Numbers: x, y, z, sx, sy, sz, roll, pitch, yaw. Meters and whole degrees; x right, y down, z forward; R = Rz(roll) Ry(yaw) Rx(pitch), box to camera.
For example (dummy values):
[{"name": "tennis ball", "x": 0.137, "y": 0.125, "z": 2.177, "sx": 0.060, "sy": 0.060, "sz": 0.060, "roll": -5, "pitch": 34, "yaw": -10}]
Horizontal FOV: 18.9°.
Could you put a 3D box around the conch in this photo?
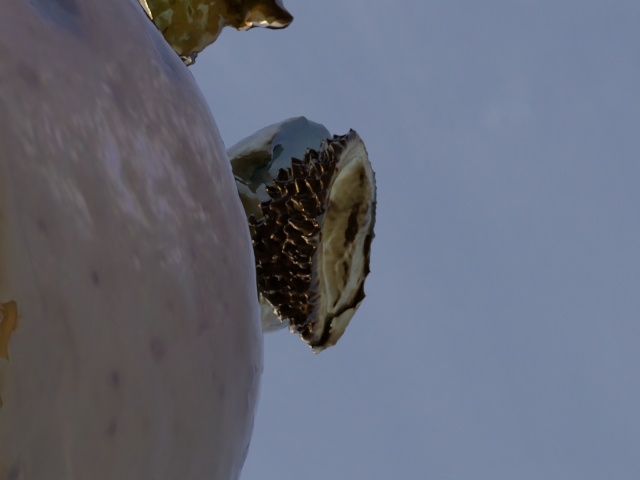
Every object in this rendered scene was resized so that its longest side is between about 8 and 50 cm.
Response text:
[{"name": "conch", "x": -0.044, "y": -0.002, "z": 1.162, "sx": 0.106, "sy": 0.116, "sz": 0.173, "roll": 6, "pitch": -135, "yaw": 27}]

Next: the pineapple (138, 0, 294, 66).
[{"name": "pineapple", "x": -0.091, "y": -0.251, "z": 1.054, "sx": 0.161, "sy": 0.158, "sz": 0.334, "roll": -33, "pitch": -67, "yaw": -23}]

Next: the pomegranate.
[{"name": "pomegranate", "x": -0.195, "y": 0.063, "z": 0.560, "sx": 0.410, "sy": 0.410, "sz": 0.410, "roll": -2, "pitch": -99, "yaw": 10}]

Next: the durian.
[{"name": "durian", "x": -0.006, "y": -0.001, "z": 1.085, "sx": 0.052, "sy": 0.066, "sz": 0.130, "roll": 12, "pitch": -87, "yaw": 38}]
